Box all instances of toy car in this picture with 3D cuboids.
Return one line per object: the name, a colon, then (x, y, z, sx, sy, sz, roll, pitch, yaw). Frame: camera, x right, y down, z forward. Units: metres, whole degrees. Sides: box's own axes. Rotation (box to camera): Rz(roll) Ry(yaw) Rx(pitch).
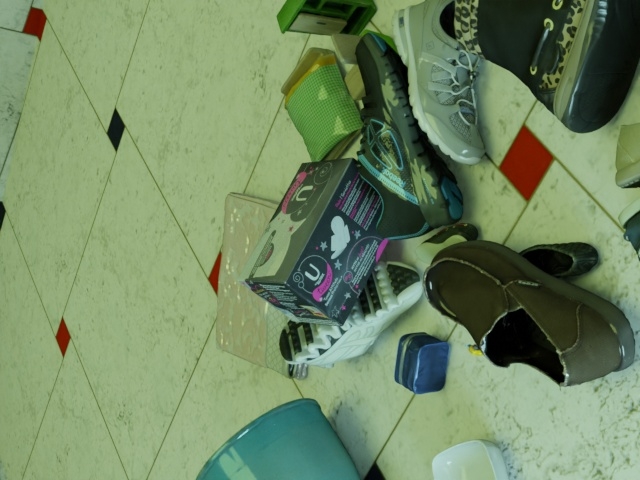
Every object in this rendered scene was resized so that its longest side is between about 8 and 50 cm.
toy car: (0.229, 0.115, 1.717, 0.060, 0.040, 0.122, -55, 47, 40)

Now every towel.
towel: (-0.115, 0.086, 2.219, 0.317, 0.053, 0.332, 15, 101, 55)

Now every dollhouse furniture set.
dollhouse furniture set: (-0.013, -0.277, 1.979, 0.301, 0.151, 0.198, -50, 51, 44)

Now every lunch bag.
lunch bag: (0.159, 0.198, 1.797, 0.065, 0.067, 0.098, 27, 113, 53)

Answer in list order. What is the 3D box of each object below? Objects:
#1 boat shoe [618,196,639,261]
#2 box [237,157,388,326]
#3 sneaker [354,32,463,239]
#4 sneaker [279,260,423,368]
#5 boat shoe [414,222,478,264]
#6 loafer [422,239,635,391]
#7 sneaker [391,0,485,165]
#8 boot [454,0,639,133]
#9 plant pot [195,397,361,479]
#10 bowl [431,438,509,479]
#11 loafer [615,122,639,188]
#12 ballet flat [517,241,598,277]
boat shoe: (0.444, -0.044, 1.333, 0.254, 0.095, 0.079, -48, 54, 57)
box: (0.000, 0.000, 1.873, 0.163, 0.142, 0.247, 0, 56, 56)
sneaker: (0.104, -0.165, 1.771, 0.139, 0.125, 0.341, -24, 74, 24)
sneaker: (0.066, 0.132, 1.911, 0.292, 0.118, 0.110, -32, 46, 30)
boat shoe: (0.199, 0.007, 1.764, 0.049, 0.042, 0.133, 47, 148, -12)
loafer: (0.257, 0.099, 1.555, 0.366, 0.130, 0.134, 21, 130, 51)
sneaker: (0.197, -0.251, 1.712, 0.115, 0.105, 0.281, -27, 75, 33)
boot: (0.326, -0.366, 1.501, 0.284, 0.138, 0.377, 43, 129, 48)
plant pot: (-0.038, 0.459, 1.939, 0.255, 0.271, 0.272, 50, 131, 25)
bowl: (0.238, 0.375, 1.692, 0.142, 0.053, 0.142, -36, 61, 51)
loafer: (0.447, -0.142, 1.342, 0.268, 0.102, 0.092, -31, 71, 53)
ballet flat: (0.316, 0.030, 1.581, 0.173, 0.049, 0.057, -17, 75, 55)
